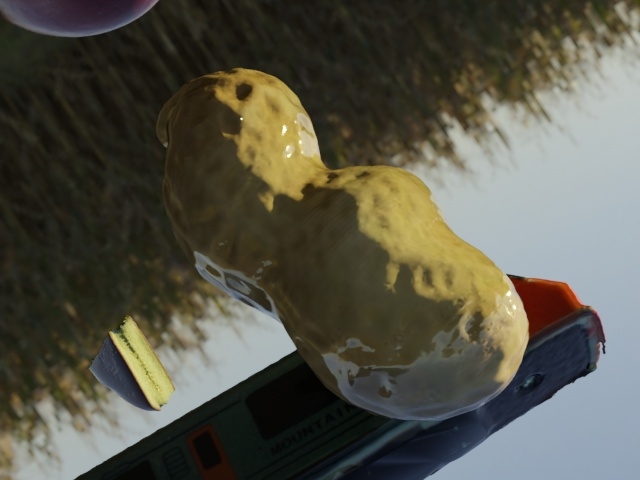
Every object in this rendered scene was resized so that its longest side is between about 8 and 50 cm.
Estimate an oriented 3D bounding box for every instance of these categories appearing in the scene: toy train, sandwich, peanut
[{"bbox_3d":[-0.043,0.127,0.761,0.409,0.089,0.086,-31,147,0],"label":"toy train"},{"bbox_3d":[-0.133,0.082,0.957,0.044,0.083,0.031,3,-135,31],"label":"sandwich"},{"bbox_3d":[0.000,-0.001,0.676,0.104,0.228,0.085,-48,157,-9],"label":"peanut"}]

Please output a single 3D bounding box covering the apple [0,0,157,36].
[{"bbox_3d":[-0.243,-0.307,1.376,0.201,0.218,0.218,-15,-166,31],"label":"apple"}]
